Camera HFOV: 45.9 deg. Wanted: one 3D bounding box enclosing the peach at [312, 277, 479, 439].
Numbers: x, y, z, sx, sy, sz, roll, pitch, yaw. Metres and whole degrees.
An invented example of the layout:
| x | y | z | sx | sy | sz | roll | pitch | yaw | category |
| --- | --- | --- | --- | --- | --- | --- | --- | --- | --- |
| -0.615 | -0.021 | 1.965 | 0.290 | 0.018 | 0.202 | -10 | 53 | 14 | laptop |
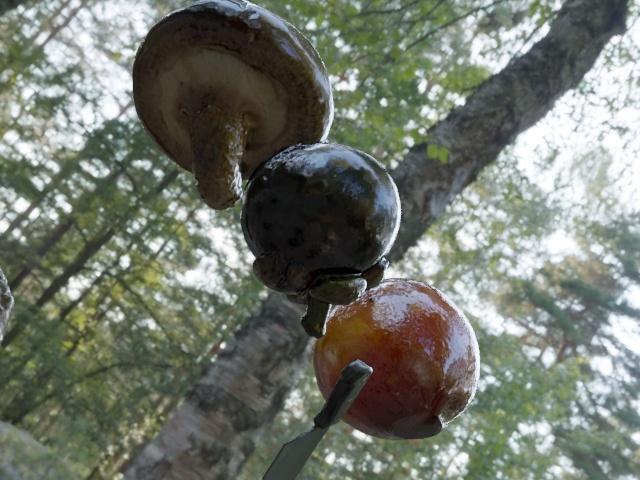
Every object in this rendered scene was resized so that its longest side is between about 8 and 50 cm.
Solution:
| x | y | z | sx | sy | sz | roll | pitch | yaw | category |
| --- | --- | --- | --- | --- | --- | --- | --- | --- | --- |
| 0.173 | 0.265 | 1.654 | 0.388 | 0.388 | 0.388 | 30 | -18 | 11 | peach |

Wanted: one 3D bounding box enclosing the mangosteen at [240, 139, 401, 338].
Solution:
| x | y | z | sx | sy | sz | roll | pitch | yaw | category |
| --- | --- | --- | --- | --- | --- | --- | --- | --- | --- |
| 0.000 | 0.000 | 0.962 | 0.211 | 0.250 | 0.211 | -1 | -1 | 0 | mangosteen |

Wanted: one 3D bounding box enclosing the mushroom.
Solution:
| x | y | z | sx | sy | sz | roll | pitch | yaw | category |
| --- | --- | --- | --- | --- | --- | --- | --- | --- | --- |
| -0.155 | -0.249 | 1.286 | 0.345 | 0.345 | 0.239 | 41 | 8 | -22 | mushroom |

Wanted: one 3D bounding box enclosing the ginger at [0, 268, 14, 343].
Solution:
| x | y | z | sx | sy | sz | roll | pitch | yaw | category |
| --- | --- | --- | --- | --- | --- | --- | --- | --- | --- |
| -0.699 | 0.122 | 1.489 | 0.172 | 0.321 | 0.165 | -1 | 8 | -31 | ginger |

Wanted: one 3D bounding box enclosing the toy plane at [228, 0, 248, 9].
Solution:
| x | y | z | sx | sy | sz | roll | pitch | yaw | category |
| --- | --- | --- | --- | --- | --- | --- | --- | --- | --- |
| -0.174 | -0.375 | 1.047 | 0.162 | 0.171 | 0.066 | 49 | -49 | 24 | toy plane |

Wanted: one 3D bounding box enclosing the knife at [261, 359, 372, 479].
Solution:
| x | y | z | sx | sy | sz | roll | pitch | yaw | category |
| --- | --- | --- | --- | --- | --- | --- | --- | --- | --- |
| -0.019 | 0.208 | 0.767 | 0.019 | 0.072 | 0.245 | 46 | -50 | 25 | knife |
